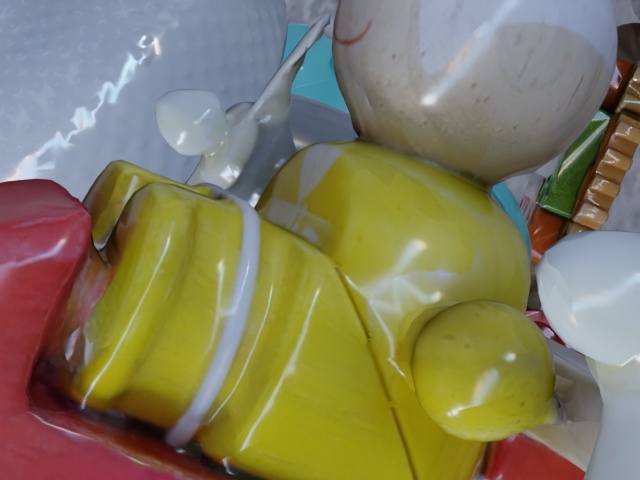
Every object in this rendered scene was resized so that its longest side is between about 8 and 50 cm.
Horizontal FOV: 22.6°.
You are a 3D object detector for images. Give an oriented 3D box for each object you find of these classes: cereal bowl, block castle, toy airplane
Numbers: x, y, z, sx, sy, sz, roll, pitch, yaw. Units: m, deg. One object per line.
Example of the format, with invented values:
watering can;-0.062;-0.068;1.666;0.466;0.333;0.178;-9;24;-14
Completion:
cereal bowl;-0.198;-0.111;0.981;0.339;0.339;0.141;-19;132;21
block castle;0.363;-0.029;1.538;0.303;0.213;0.453;22;96;0
toy airplane;0.064;0.034;0.501;0.386;0.384;0.272;8;99;26

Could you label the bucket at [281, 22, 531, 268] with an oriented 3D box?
bucket;0.000;0.000;1.112;0.281;0.281;0.183;-36;62;25
